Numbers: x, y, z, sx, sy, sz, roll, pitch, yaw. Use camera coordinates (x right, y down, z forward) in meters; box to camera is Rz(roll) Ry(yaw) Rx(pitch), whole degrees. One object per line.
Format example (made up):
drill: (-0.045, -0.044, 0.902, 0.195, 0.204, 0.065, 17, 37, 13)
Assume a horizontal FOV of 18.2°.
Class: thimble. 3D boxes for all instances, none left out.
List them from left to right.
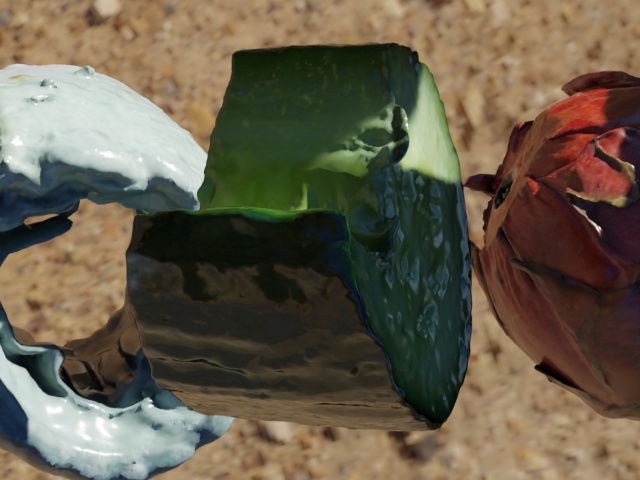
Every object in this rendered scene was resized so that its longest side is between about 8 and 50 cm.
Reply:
thimble: (-0.148, 0.012, 1.171, 0.205, 0.172, 0.250, -30, 120, -9)

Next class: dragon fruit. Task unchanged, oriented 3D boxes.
dragon fruit: (0.225, 0.007, 1.286, 0.252, 0.241, 0.241, 3, 74, -25)

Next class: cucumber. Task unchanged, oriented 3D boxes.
cucumber: (0.003, 0.003, 0.979, 0.191, 0.130, 0.191, 5, 90, -72)
